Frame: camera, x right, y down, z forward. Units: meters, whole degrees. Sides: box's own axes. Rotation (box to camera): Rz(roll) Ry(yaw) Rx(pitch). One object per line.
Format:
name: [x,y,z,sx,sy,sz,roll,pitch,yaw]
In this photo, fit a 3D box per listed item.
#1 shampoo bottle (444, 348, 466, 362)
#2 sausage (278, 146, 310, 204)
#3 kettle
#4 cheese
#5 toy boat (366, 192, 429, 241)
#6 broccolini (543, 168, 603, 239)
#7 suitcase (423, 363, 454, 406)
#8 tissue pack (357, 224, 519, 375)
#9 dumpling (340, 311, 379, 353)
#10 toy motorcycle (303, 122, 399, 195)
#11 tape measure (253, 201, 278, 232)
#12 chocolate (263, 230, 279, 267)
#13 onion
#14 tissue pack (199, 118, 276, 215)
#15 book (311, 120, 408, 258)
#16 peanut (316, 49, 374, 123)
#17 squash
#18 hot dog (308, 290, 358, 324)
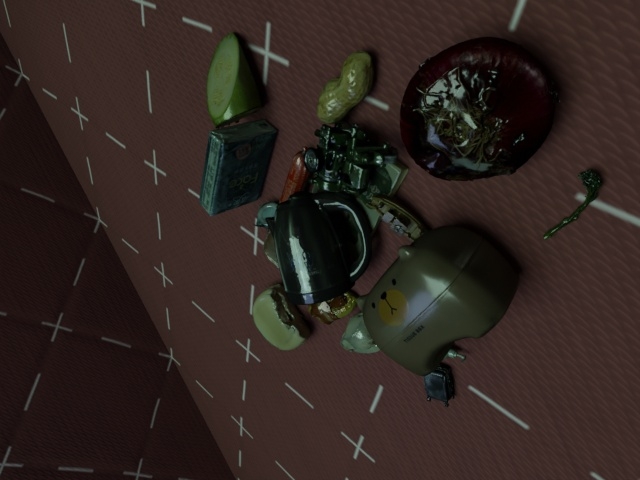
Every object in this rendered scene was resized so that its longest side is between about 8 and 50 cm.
shampoo bottle: [0.353,0.329,1.379,0.195,0.056,0.056,10,119,40]
sausage: [-0.079,-0.192,1.487,0.074,0.074,0.274,42,135,19]
kettle: [0.000,0.000,1.389,0.320,0.228,0.325,-10,103,23]
cheese: [-0.158,0.314,1.819,0.266,0.127,0.233,55,138,3]
toy boat: [0.217,-0.053,1.244,0.206,0.072,0.064,36,133,-1]
broccolini: [0.548,-0.068,0.972,0.052,0.054,0.194,22,131,11]
suitcase: [0.372,0.450,1.426,0.086,0.059,0.126,3,114,42]
tissue pack: [0.285,0.146,1.174,0.277,0.267,0.387,44,138,10]
dumpling: [0.161,0.319,1.535,0.155,0.111,0.181,33,149,-17]
toy motorcycle: [0.071,-0.209,1.229,0.275,0.127,0.206,32,129,36]
tape measure: [-0.167,-0.064,1.678,0.106,0.104,0.180,8,152,20]
chocolate: [-0.084,0.055,1.630,0.261,0.083,0.161,40,133,7]
onion: [0.326,-0.269,0.950,0.313,0.232,0.314,11,131,13]
tissue pack: [-0.287,-0.249,1.543,0.103,0.227,0.316,46,138,22]
book: [0.089,-0.142,1.377,0.260,0.043,0.371,41,136,21]
peanut: [0.067,-0.402,1.209,0.103,0.098,0.229,39,137,-13]
squash: [-0.310,-0.512,1.444,0.189,0.189,0.261,-9,109,47]
hot dog: [0.023,0.237,1.621,0.123,0.093,0.261,56,139,3]
